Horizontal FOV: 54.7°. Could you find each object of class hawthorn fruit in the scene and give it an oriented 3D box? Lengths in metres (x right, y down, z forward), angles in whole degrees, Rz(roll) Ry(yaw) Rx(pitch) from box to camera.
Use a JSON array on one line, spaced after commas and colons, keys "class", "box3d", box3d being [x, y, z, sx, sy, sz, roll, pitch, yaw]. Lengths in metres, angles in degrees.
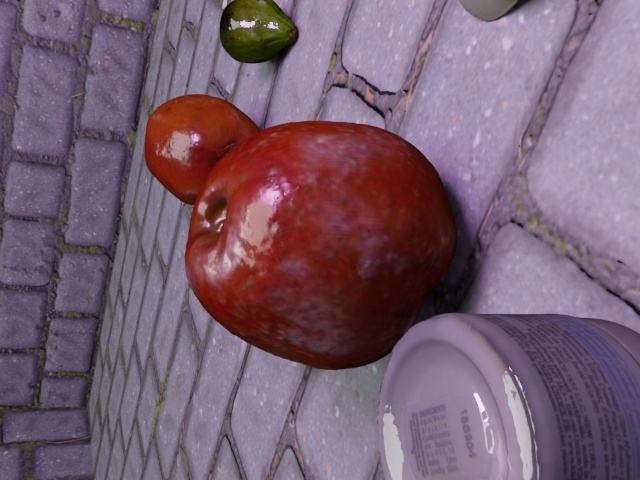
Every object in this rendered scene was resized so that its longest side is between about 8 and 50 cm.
[{"class": "hawthorn fruit", "box3d": [-0.198, -0.166, 1.144, 0.299, 0.211, 0.211, 14, 98, 49]}, {"class": "hawthorn fruit", "box3d": [0.000, 0.000, 0.658, 0.284, 0.284, 0.285, -20, 67, 61]}]

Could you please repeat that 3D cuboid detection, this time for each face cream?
[{"class": "face cream", "box3d": [0.146, 0.140, 0.443, 0.177, 0.152, 0.177, -23, 64, 61]}]

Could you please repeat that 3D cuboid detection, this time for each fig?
[{"class": "fig", "box3d": [-0.102, -0.377, 1.108, 0.156, 0.123, 0.123, 11, 97, 25]}]

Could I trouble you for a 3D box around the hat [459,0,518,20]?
[{"class": "hat", "box3d": [0.170, -0.287, 0.571, 0.166, 0.081, 0.123, 166, 110, -72]}]
